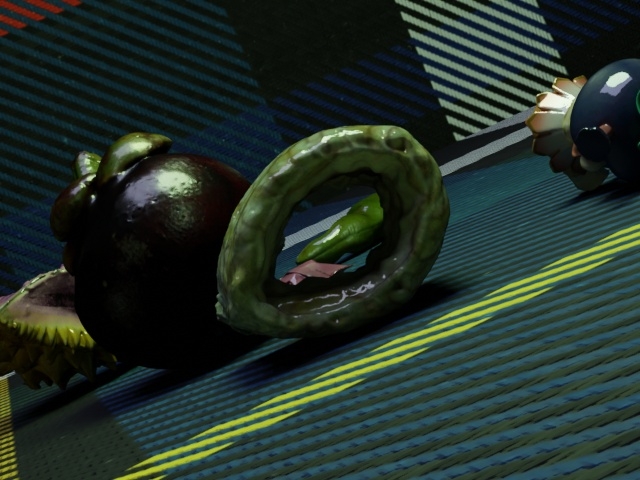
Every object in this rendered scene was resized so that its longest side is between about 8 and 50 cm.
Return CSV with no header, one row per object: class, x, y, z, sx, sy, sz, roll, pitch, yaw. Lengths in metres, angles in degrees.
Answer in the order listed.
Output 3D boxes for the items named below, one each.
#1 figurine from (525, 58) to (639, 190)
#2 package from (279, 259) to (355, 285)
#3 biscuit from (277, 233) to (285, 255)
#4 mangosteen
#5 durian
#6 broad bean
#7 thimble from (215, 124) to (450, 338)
figurine,0.229,-0.088,1.174,0.111,0.102,0.195,-59,17,-12
package,-0.010,0.037,1.433,0.059,0.029,0.083,-31,16,-34
biscuit,-0.137,0.055,1.701,0.250,0.032,0.133,-29,-19,9
mangosteen,-0.144,-0.001,1.259,0.194,0.230,0.194,-44,-14,-14
durian,-0.216,0.085,1.518,0.341,0.112,0.191,-15,-14,-41
broad bean,0.050,-0.018,1.675,0.070,0.048,0.213,-19,9,45
thimble,0.000,0.000,1.070,0.190,0.137,0.143,-35,4,-4
